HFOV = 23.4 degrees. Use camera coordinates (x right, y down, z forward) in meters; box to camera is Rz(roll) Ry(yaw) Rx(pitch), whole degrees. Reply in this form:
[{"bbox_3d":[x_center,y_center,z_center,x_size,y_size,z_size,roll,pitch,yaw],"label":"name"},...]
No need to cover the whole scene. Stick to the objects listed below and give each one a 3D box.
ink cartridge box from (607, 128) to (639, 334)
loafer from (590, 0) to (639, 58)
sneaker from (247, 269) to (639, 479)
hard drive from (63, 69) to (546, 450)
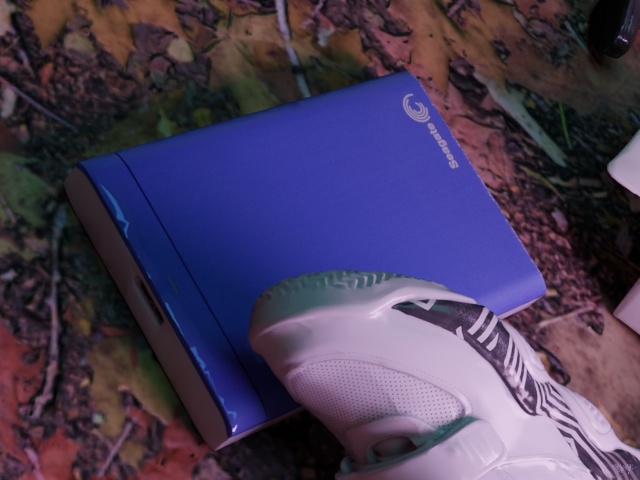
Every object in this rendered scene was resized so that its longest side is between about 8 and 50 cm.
[{"bbox_3d":[0.386,0.039,1.260,0.353,0.119,0.207,39,46,10],"label":"ink cartridge box"},{"bbox_3d":[0.297,-0.223,1.439,0.061,0.062,0.170,37,49,-15],"label":"loafer"},{"bbox_3d":[0.092,0.179,0.959,0.366,0.137,0.210,37,46,-26],"label":"sneaker"},{"bbox_3d":[0.000,0.000,1.107,0.318,0.040,0.210,-20,73,-40],"label":"hard drive"}]
